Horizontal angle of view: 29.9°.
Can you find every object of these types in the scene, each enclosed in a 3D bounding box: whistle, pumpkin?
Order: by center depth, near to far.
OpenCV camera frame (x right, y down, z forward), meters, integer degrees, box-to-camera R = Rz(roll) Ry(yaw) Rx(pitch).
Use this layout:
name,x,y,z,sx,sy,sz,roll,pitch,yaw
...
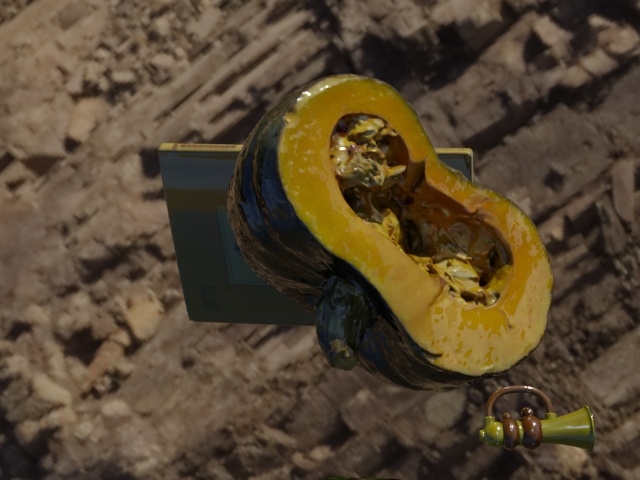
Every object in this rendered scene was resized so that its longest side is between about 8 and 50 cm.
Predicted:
name,x,y,z,sx,sy,sz,roll,pitch,yaw
pumpkin,0.048,0.013,1.059,0.222,0.317,0.139,-53,19,-20
whistle,0.207,0.174,1.152,0.109,0.057,0.046,3,14,-4

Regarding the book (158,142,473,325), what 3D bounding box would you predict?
name,x,y,z,sx,sy,sz,roll,pitch,yaw
book,0.000,0.000,1.494,0.389,0.269,0.032,3,33,12

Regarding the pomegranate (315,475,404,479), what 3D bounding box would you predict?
name,x,y,z,sx,sy,sz,roll,pitch,yaw
pomegranate,0.005,0.201,0.297,0.204,0.222,0.276,-22,63,45
